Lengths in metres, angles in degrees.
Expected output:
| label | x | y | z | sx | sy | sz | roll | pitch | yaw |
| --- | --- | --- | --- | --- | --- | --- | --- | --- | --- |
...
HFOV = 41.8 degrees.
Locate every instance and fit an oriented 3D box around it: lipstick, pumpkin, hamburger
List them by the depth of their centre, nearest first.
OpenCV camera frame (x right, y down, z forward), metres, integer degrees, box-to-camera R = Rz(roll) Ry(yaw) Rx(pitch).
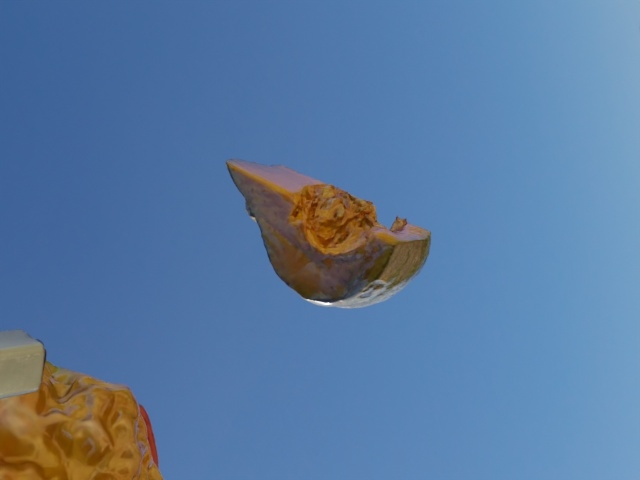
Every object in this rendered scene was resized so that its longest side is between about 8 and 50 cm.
| label | x | y | z | sx | sy | sz | roll | pitch | yaw |
| --- | --- | --- | --- | --- | --- | --- | --- | --- | --- |
| lipstick | -0.172 | 0.058 | 0.357 | 0.107 | 0.025 | 0.025 | -3 | -70 | -48 |
| hamburger | -0.202 | 0.184 | 0.551 | 0.237 | 0.149 | 0.237 | 13 | -116 | -29 |
| pumpkin | -0.005 | 0.000 | 1.000 | 0.131 | 0.248 | 0.126 | -24 | -41 | -59 |
